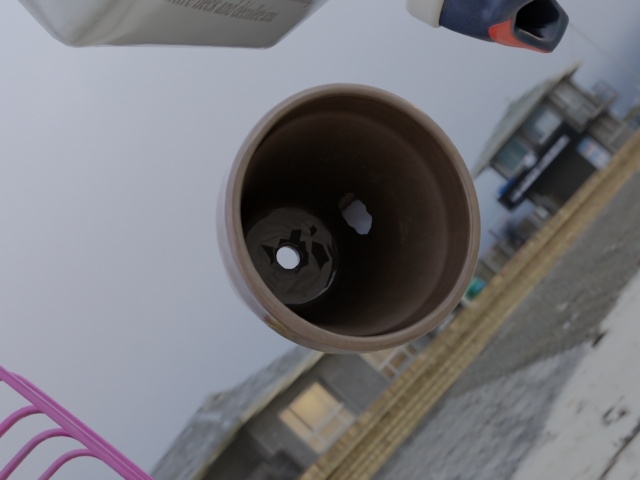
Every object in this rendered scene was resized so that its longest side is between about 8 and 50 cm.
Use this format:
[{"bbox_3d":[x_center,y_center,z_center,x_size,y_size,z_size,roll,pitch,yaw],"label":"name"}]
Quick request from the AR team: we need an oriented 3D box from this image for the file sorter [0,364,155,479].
[{"bbox_3d":[-0.183,0.214,0.738,0.182,0.202,0.290,-51,-17,-16],"label":"file sorter"}]

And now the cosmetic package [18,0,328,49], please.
[{"bbox_3d":[-0.012,-0.326,0.485,0.394,0.327,0.329,-39,1,12],"label":"cosmetic package"}]

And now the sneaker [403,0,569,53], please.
[{"bbox_3d":[0.170,-0.266,0.819,0.131,0.148,0.350,-61,-8,-26],"label":"sneaker"}]

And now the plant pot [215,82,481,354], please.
[{"bbox_3d":[0.000,0.000,1.182,0.263,0.263,0.229,-44,4,-24],"label":"plant pot"}]
